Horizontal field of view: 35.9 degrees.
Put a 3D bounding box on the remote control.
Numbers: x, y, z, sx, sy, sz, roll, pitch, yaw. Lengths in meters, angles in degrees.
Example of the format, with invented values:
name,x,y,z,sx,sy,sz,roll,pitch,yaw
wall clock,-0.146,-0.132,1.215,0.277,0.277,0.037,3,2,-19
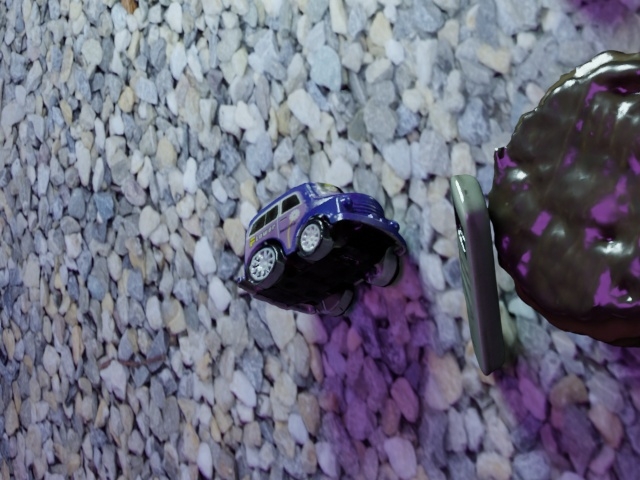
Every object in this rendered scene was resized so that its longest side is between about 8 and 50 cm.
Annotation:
name,x,y,z,sx,sy,sz,roll,pitch,yaw
remote control,0.191,0.048,1.186,0.038,0.309,0.090,-12,47,4

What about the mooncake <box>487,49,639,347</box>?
name,x,y,z,sx,sy,sz,roll,pitch,yaw
mooncake,0.344,-0.039,1.082,0.324,0.187,0.324,-7,80,45

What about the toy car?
name,x,y,z,sx,sy,sz,roll,pitch,yaw
toy car,0.000,0.000,1.434,0.235,0.172,0.158,-31,52,34
